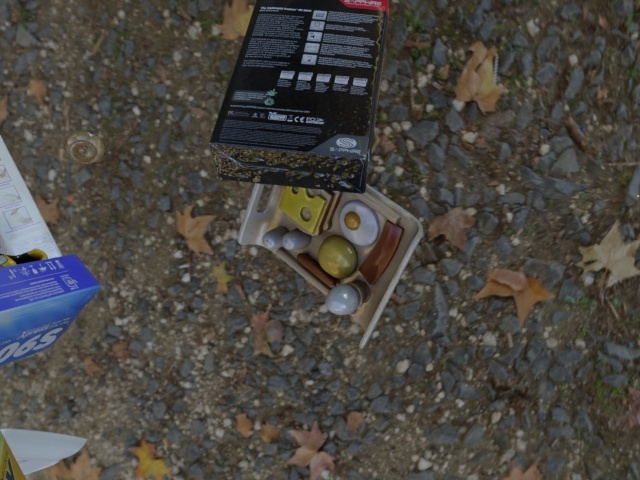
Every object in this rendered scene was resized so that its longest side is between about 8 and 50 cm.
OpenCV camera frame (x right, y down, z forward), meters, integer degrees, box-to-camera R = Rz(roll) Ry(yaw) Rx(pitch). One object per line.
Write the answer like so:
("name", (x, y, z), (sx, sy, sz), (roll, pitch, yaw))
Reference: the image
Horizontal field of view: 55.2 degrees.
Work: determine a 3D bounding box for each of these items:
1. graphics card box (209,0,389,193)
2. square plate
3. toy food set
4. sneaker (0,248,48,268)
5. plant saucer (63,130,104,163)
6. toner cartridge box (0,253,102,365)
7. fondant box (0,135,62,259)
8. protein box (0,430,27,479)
("graphics card box", (-0.019, -0.253, 0.986), (0.233, 0.094, 0.370), (6, 56, 5))
("square plate", (-0.749, 0.497, 1.344), (0.344, 0.347, 0.049), (-19, 67, 1))
("toy food set", (0.000, 0.000, 0.985), (0.306, 0.092, 0.219), (38, 124, 24))
("sneaker", (-0.572, 0.064, 1.049), (0.088, 0.225, 0.092), (37, 118, 18))
("plant saucer", (-0.507, -0.195, 1.312), (0.083, 0.083, 0.015), (-40, 37, 24))
("toner cartridge box", (-0.479, 0.120, 0.837), (0.075, 0.348, 0.165), (47, 110, 9))
("fondant box", (-0.693, -0.030, 1.360), (0.330, 0.096, 0.238), (59, 143, 5))
("protein box", (-0.397, 0.287, 0.576), (0.200, 0.136, 0.201), (-6, 129, -9))
